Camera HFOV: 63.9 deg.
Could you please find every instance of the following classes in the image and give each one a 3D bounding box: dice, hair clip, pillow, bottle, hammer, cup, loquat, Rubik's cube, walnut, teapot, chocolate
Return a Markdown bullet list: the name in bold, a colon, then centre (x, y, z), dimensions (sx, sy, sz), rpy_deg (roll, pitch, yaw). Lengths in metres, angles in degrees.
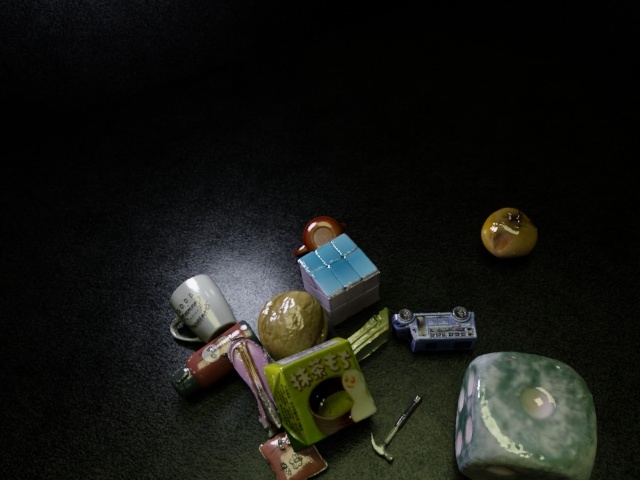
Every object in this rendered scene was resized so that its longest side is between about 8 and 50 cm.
- **dice**: centre (0.592, 0.551, 1.535), dimensions (0.331, 0.348, 0.327), rpy_deg (10, 55, 7)
- **hair clip**: centre (-0.206, 0.494, 1.774), dimensions (0.110, 0.095, 0.358), rpy_deg (-29, 72, 7)
- **pillow**: centre (-0.090, 0.700, 1.666), dimensions (0.171, 0.075, 0.179), rpy_deg (-28, 56, -16)
- **bottle**: centre (-0.378, 0.440, 1.863), dimensions (0.336, 0.144, 0.144), rpy_deg (-35, 57, -15)
- **hammer**: centre (0.260, 0.612, 1.720), dimensions (0.103, 0.029, 0.246), rpy_deg (30, 61, 25)
- **cup**: centre (-0.462, 0.303, 1.974), dimensions (0.258, 0.186, 0.234), rpy_deg (-46, 65, 10)
- **loquat**: centre (0.744, -0.024, 2.027), dimensions (0.213, 0.213, 0.213), rpy_deg (-4, 53, 5)
- **Rubik's cube**: centre (0.072, 0.153, 1.966), dimensions (0.225, 0.221, 0.231), rpy_deg (-30, 55, -15)
- **walnut**: centre (-0.100, 0.317, 1.862), dimensions (0.283, 0.227, 0.282), rpy_deg (3, 59, -5)
- **teapot**: centre (0.000, 0.000, 2.164), dimensions (0.252, 0.135, 0.178), rpy_deg (-31, 84, 6)
- **chocolate**: centre (0.007, 0.490, 1.668), dimensions (0.301, 0.137, 0.288), rpy_deg (-17, 78, -27)

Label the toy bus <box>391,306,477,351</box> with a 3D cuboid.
- **toy bus**: centre (0.406, 0.328, 1.853), dimensions (0.292, 0.125, 0.133), rpy_deg (-2, 53, 4)

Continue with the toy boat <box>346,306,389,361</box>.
- **toy boat**: centre (0.168, 0.359, 1.868), dimensions (0.276, 0.111, 0.084), rpy_deg (-36, 60, -20)
